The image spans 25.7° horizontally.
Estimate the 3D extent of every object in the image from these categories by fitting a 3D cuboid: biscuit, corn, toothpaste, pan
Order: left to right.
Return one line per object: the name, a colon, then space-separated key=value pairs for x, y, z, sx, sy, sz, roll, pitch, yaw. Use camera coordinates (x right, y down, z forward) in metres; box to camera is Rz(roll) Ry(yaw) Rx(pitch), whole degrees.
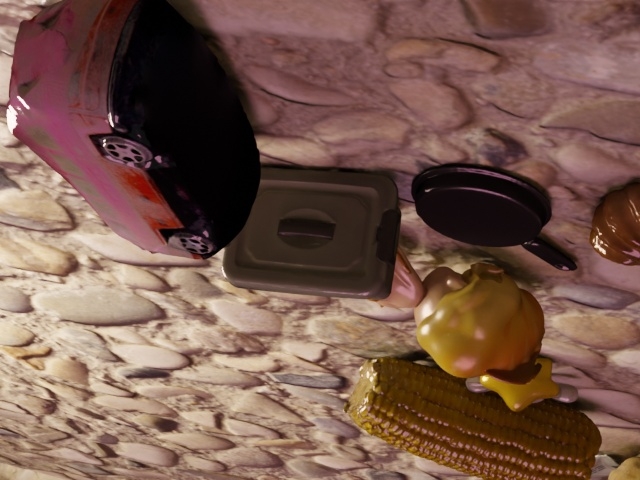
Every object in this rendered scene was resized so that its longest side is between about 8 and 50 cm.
corn: x=0.201 y=0.243 z=1.858 sx=0.344 sy=0.131 sz=0.131 roll=19 pitch=158 yaw=-11
pan: x=0.183 y=-0.010 z=1.365 sx=0.136 sy=0.028 sz=0.235 roll=-8 pitch=151 yaw=41
toothpaste: x=0.368 y=0.360 z=2.177 sx=0.067 sy=0.037 sz=0.255 roll=32 pitch=148 yaw=-30
biscuit: x=0.324 y=-0.008 z=1.255 sx=0.183 sy=0.061 sz=0.118 roll=1 pitch=155 yaw=27

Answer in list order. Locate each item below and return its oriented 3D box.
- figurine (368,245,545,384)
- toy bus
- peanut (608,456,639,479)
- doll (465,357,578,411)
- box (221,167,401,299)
figurine: x=0.127 y=0.068 z=1.483 sx=0.246 sy=0.131 sz=0.156 roll=24 pitch=143 yaw=0
toy bus: x=-0.154 y=-0.093 z=1.201 sx=0.147 sy=0.127 sz=0.302 roll=8 pitch=158 yaw=19
peanut: x=0.560 y=0.393 z=2.044 sx=0.305 sy=0.147 sz=0.147 roll=10 pitch=159 yaw=-8
doll: x=0.261 y=0.186 z=1.772 sx=0.135 sy=0.071 sz=0.113 roll=11 pitch=167 yaw=-11
box: x=0.000 y=0.000 z=1.376 sx=0.172 sy=0.124 sz=0.093 roll=5 pitch=168 yaw=19
